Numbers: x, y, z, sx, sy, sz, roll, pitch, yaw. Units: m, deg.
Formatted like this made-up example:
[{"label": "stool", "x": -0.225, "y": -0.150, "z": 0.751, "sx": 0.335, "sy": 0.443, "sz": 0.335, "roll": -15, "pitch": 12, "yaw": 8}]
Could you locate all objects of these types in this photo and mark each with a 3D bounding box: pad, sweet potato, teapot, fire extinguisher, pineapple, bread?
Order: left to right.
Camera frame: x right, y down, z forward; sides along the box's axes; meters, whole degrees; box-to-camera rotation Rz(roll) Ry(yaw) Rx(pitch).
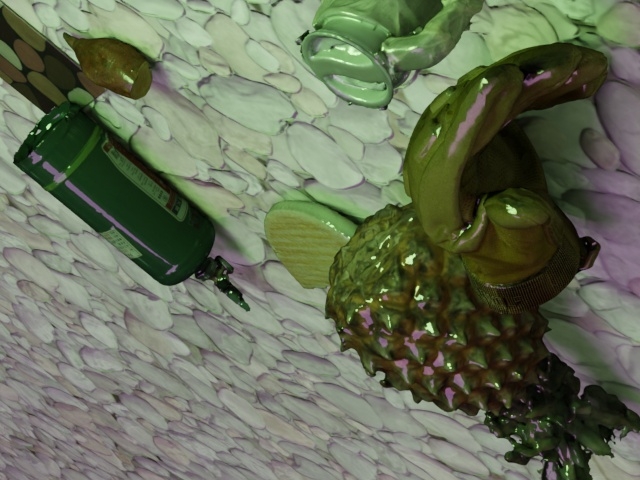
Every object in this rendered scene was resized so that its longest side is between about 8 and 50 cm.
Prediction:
[{"label": "pad", "x": -0.336, "y": -0.211, "z": 1.706, "sx": 0.235, "sy": 0.003, "sz": 0.158, "roll": 40, "pitch": 155, "yaw": -15}, {"label": "sweet potato", "x": -0.207, "y": -0.174, "z": 1.576, "sx": 0.117, "sy": 0.049, "sz": 0.049, "roll": 32, "pitch": 158, "yaw": 28}, {"label": "fire extinguisher", "x": -0.189, "y": -0.026, "z": 1.772, "sx": 0.294, "sy": 0.093, "sz": 0.118, "roll": 41, "pitch": 180, "yaw": -21}, {"label": "bread", "x": -0.001, "y": -0.003, "z": 1.652, "sx": 0.112, "sy": 0.036, "sz": 0.193, "roll": 46, "pitch": 157, "yaw": -17}, {"label": "teapot", "x": 0.077, "y": -0.173, "z": 1.026, "sx": 0.107, "sy": 0.200, "sz": 0.077, "roll": 9, "pitch": 147, "yaw": 46}, {"label": "pineapple", "x": 0.166, "y": 0.107, "z": 1.522, "sx": 0.361, "sy": 0.175, "sz": 0.175, "roll": 34, "pitch": 158, "yaw": -28}]

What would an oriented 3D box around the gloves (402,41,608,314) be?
[{"label": "gloves", "x": 0.136, "y": -0.053, "z": 1.249, "sx": 0.141, "sy": 0.154, "sz": 0.331, "roll": 22, "pitch": 161, "yaw": 20}]
